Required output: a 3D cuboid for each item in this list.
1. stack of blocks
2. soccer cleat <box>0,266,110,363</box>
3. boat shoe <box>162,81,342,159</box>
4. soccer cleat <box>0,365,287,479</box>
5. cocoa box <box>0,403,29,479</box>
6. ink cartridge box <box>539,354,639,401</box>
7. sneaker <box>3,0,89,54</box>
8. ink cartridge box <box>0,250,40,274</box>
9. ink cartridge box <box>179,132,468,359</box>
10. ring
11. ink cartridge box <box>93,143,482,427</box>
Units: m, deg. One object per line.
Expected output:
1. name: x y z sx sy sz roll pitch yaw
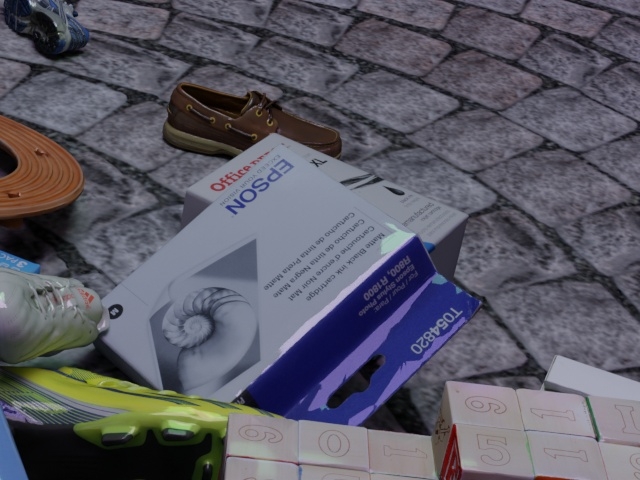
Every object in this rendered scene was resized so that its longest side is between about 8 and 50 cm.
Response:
1. stack of blocks: 0.085 0.178 0.924 0.297 0.171 0.087 7 30 -4
2. soccer cleat: -0.192 0.050 1.078 0.076 0.068 0.196 -12 -5 -2
3. boat shoe: -0.065 -0.113 1.511 0.178 0.060 0.064 11 31 0
4. soccer cleat: -0.138 0.124 1.054 0.289 0.093 0.121 5 31 -2
5. cocoa box: -0.321 0.199 0.751 0.347 0.228 0.231 -5 34 -24
6. ink cartridge box: 0.183 0.156 1.060 0.092 0.143 0.090 18 32 12
7. sneaker: -0.297 -0.241 1.675 0.058 0.052 0.135 -5 40 -42
8. ink cartridge box: -0.299 0.064 1.144 0.104 0.062 0.181 19 32 15
9. ink cartridge box: 0.000 0.000 1.319 0.203 0.086 0.148 24 34 21
10. ring: -0.370 -0.078 1.325 0.336 0.032 0.336 14 16 -4
11. ink cartridge box: -0.033 0.053 1.162 0.223 0.045 0.224 -43 53 -17
